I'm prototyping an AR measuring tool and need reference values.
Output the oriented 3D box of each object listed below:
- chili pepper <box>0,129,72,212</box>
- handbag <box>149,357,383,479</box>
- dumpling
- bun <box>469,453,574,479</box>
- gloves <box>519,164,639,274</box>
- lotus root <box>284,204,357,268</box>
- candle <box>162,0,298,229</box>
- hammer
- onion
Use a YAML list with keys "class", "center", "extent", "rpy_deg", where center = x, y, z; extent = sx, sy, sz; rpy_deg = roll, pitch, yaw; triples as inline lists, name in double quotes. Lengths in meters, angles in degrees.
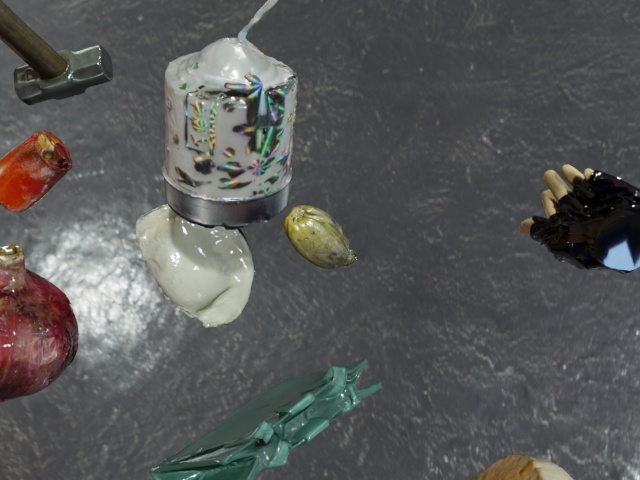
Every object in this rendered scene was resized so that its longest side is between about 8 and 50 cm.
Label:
- class: "chili pepper"
  center: [-0.474, -0.089, 1.356]
  extent: [0.192, 0.086, 0.084]
  rpy_deg: [-35, 19, 18]
- class: "handbag"
  center: [-0.081, 0.286, 1.307]
  extent: [0.326, 0.238, 0.089]
  rpy_deg: [-25, 87, -45]
- class: "dumpling"
  center: [-0.209, 0.031, 1.526]
  extent: [0.172, 0.247, 0.142]
  rpy_deg: [-35, 18, 0]
- class: "bun"
  center: [0.263, 0.446, 1.175]
  extent: [0.164, 0.299, 0.299]
  rpy_deg: [40, 69, -6]
- class: "gloves"
  center: [0.360, -0.032, 1.180]
  extent: [0.164, 0.124, 0.203]
  rpy_deg: [-23, 19, 3]
- class: "lotus root"
  center: [0.000, 0.000, 0.963]
  extent: [0.049, 0.099, 0.054]
  rpy_deg: [-32, 35, 33]
- class: "candle"
  center: [-0.119, -0.180, 1.178]
  extent: [0.187, 0.330, 0.187]
  rpy_deg: [5, 35, -3]
- class: "hammer"
  center: [-0.327, -0.229, 0.866]
  extent: [0.111, 0.365, 0.044]
  rpy_deg: [-13, 76, 6]
- class: "onion"
  center: [-0.462, 0.107, 1.225]
  extent: [0.252, 0.252, 0.219]
  rpy_deg: [23, 106, 26]
